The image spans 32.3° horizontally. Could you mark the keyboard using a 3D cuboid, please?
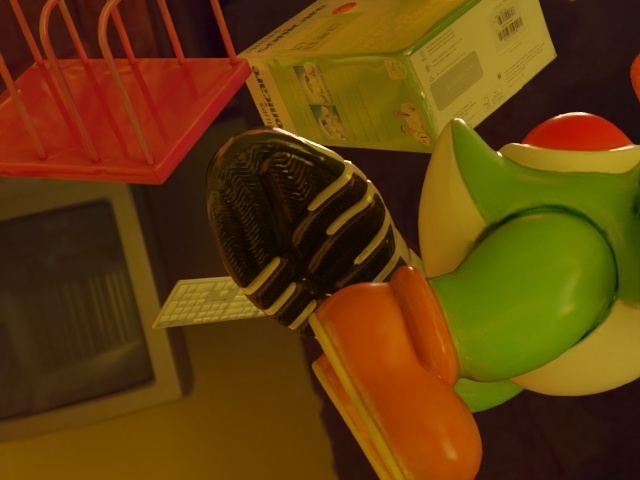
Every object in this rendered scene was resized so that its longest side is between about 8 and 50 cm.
[{"bbox_3d":[-0.062,0.059,1.193,0.256,0.014,0.072,-3,145,-42],"label":"keyboard"}]

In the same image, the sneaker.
[{"bbox_3d":[0.000,0.000,0.777,0.106,0.281,0.162,-42,-142,3],"label":"sneaker"}]

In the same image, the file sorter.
[{"bbox_3d":[-0.261,-0.195,1.129,0.290,0.182,0.202,4,-139,27],"label":"file sorter"}]

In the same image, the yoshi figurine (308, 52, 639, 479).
[{"bbox_3d":[0.186,0.026,0.541,0.362,0.203,0.203,-31,-147,-7],"label":"yoshi figurine"}]

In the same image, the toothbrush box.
[{"bbox_3d":[0.079,-0.202,1.219,0.206,0.122,0.283,-40,-152,-28],"label":"toothbrush box"}]
